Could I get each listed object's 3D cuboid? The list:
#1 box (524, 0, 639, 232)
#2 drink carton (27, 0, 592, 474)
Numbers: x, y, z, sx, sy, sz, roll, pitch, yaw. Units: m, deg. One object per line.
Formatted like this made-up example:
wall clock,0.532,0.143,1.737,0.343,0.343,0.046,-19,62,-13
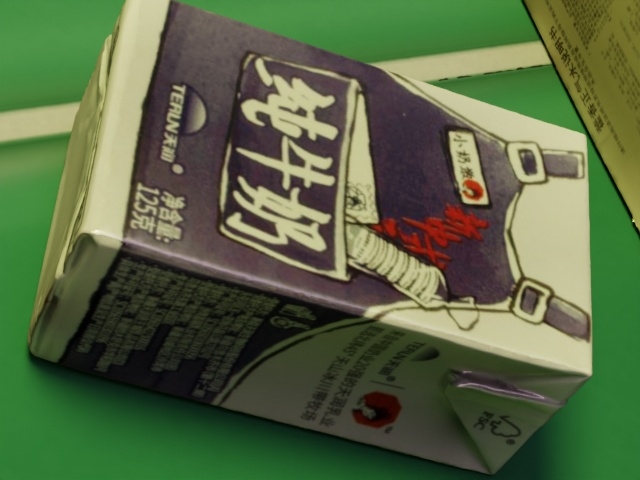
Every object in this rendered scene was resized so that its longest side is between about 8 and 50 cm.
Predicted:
box,0.191,-0.124,0.838,0.095,0.168,0.212,-9,62,-23
drink carton,0.001,0.001,0.715,0.222,0.102,0.134,17,50,-15
